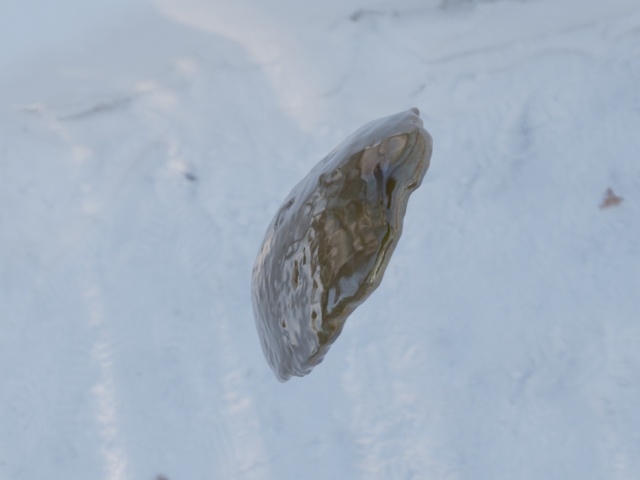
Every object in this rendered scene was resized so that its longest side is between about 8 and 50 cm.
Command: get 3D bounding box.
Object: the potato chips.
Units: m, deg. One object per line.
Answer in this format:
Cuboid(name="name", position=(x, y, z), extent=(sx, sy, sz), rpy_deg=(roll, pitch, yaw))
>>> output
Cuboid(name="potato chips", position=(0.000, 0.000, 0.582), extent=(0.202, 0.049, 0.150), rpy_deg=(-35, 40, 60))
